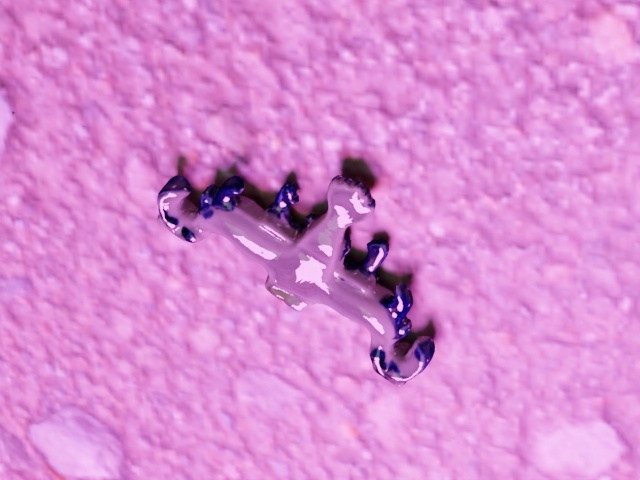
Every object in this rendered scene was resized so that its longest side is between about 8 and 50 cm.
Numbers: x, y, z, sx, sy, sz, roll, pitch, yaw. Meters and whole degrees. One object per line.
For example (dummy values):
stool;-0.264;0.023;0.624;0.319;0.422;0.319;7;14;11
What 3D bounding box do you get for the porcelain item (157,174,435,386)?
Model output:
porcelain item;0.000;0.000;0.818;0.136;0.021;0.075;34;131;-1
